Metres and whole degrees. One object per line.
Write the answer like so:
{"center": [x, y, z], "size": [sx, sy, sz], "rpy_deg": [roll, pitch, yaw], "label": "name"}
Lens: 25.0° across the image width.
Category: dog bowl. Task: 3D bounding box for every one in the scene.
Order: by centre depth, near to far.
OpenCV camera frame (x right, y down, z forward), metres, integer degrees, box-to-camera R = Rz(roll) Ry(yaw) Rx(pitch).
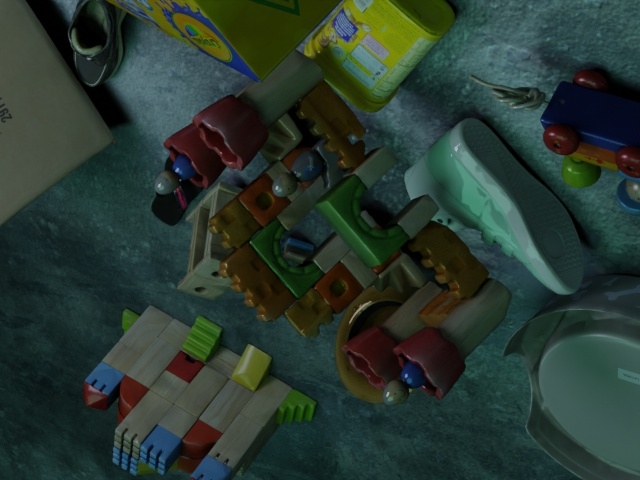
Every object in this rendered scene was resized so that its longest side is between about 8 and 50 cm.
{"center": [0.412, 0.191, 1.878], "size": [0.348, 0.102, 0.349], "rpy_deg": [22, 139, 20], "label": "dog bowl"}

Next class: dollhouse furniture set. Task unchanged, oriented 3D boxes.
{"center": [-0.100, 0.020, 2.139], "size": [0.183, 0.129, 0.129], "rpy_deg": [18, 150, -23], "label": "dollhouse furniture set"}

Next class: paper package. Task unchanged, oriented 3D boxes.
{"center": [-0.515, -0.189, 2.068], "size": [0.168, 0.309, 0.325], "rpy_deg": [11, 137, 55], "label": "paper package"}

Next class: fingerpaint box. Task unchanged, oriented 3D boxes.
{"center": [-0.215, -0.391, 1.536], "size": [0.371, 0.163, 0.445], "rpy_deg": [48, 172, -36], "label": "fingerpaint box"}

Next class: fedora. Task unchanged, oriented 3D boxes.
{"center": [0.111, 0.151, 2.075], "size": [0.194, 0.194, 0.079], "rpy_deg": [-2, 164, 41], "label": "fedora"}

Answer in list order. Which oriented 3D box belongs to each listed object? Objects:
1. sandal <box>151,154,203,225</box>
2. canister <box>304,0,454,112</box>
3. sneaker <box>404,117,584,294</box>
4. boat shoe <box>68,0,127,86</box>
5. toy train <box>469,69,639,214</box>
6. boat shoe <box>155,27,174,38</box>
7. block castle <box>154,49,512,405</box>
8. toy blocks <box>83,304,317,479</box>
{"center": [-0.223, -0.069, 2.183], "size": [0.067, 0.040, 0.179], "rpy_deg": [36, 143, 4], "label": "sandal"}
{"center": [0.071, -0.247, 1.735], "size": [0.126, 0.073, 0.170], "rpy_deg": [41, 141, -3], "label": "canister"}
{"center": [0.216, -0.022, 1.826], "size": [0.256, 0.094, 0.151], "rpy_deg": [52, 137, -3], "label": "sneaker"}
{"center": [-0.318, -0.288, 2.011], "size": [0.080, 0.073, 0.223], "rpy_deg": [35, 143, 5], "label": "boat shoe"}
{"center": [0.294, -0.118, 1.672], "size": [0.248, 0.105, 0.143], "rpy_deg": [20, 152, 23], "label": "toy train"}
{"center": [-0.148, -0.294, 1.883], "size": [0.190, 0.068, 0.072], "rpy_deg": [8, 146, 47], "label": "boat shoe"}
{"center": [0.000, 0.000, 1.840], "size": [0.453, 0.213, 0.303], "rpy_deg": [49, 166, -8], "label": "block castle"}
{"center": [-0.239, 0.286, 2.380], "size": [0.381, 0.261, 0.191], "rpy_deg": [29, 142, 13], "label": "toy blocks"}
